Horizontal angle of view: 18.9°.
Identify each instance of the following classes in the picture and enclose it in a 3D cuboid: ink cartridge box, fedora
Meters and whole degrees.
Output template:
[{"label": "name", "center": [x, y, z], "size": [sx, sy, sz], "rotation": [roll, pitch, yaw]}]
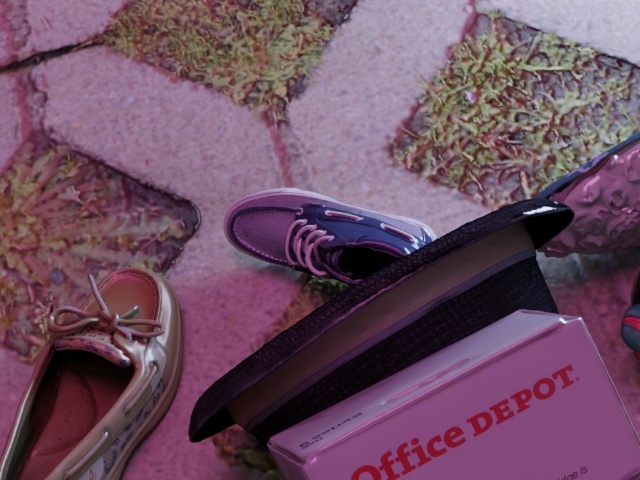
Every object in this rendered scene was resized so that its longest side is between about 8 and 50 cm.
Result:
[{"label": "ink cartridge box", "center": [0.124, 0.216, 1.275], "size": [0.211, 0.289, 0.121], "rotation": [-26, 7, -12]}, {"label": "fedora", "center": [0.074, 0.107, 1.434], "size": [0.334, 0.334, 0.152], "rotation": [-30, 81, -14]}]

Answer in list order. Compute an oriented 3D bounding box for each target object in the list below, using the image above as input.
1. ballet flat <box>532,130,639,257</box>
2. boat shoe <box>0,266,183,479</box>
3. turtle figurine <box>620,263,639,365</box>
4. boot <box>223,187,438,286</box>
[{"label": "ballet flat", "center": [0.351, -0.081, 1.596], "size": [0.409, 0.147, 0.147], "rotation": [-34, 52, -17]}, {"label": "boat shoe", "center": [-0.184, 0.123, 1.543], "size": [0.105, 0.089, 0.285], "rotation": [4, 51, 15]}, {"label": "turtle figurine", "center": [0.304, 0.024, 1.483], "size": [0.118, 0.175, 0.234], "rotation": [25, 66, 41]}, {"label": "boot", "center": [0.000, 0.000, 1.606], "size": [0.190, 0.069, 0.086], "rotation": [6, 13, 15]}]
